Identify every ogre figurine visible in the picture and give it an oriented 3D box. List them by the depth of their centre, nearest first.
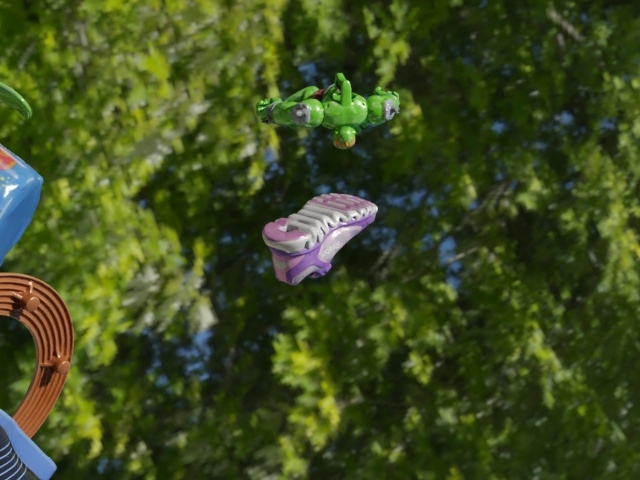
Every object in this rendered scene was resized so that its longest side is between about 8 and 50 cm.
[{"bbox_3d":[0.020,-0.178,1.678,0.118,0.197,0.097,-137,-117,-74],"label":"ogre figurine"}]

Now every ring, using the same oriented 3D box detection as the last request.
[{"bbox_3d":[-0.444,0.195,1.577,0.032,0.336,0.336,31,-50,32],"label":"ring"}]

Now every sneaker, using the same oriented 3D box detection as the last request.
[{"bbox_3d":[-0.308,0.194,1.077,0.081,0.090,0.232,11,-28,26],"label":"sneaker"},{"bbox_3d":[0.000,0.000,1.940,0.095,0.236,0.104,16,-60,36],"label":"sneaker"}]

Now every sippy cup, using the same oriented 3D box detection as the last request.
[{"bbox_3d":[-0.522,-0.071,1.725,0.224,0.240,0.305,29,-75,2],"label":"sippy cup"}]
